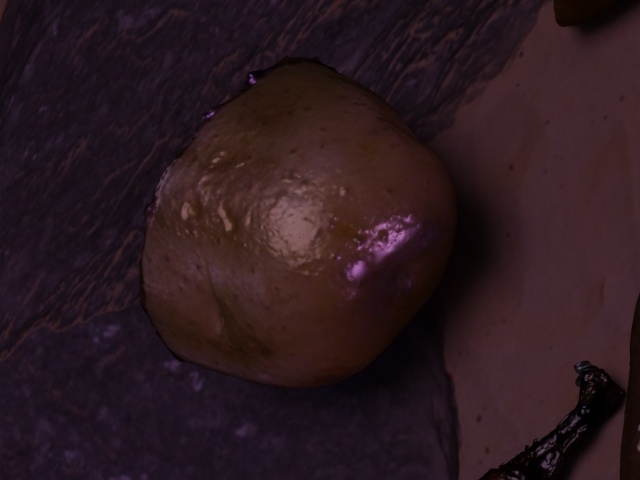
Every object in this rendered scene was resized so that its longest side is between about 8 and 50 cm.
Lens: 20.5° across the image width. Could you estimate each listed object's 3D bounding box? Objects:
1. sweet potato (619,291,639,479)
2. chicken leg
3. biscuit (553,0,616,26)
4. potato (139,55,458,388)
[{"bbox_3d":[0.262,0.073,1.223,0.109,0.109,0.385,12,79,48],"label":"sweet potato"},{"bbox_3d":[0.152,0.209,1.309,0.106,0.051,0.253,8,75,41],"label":"chicken leg"},{"bbox_3d":[0.221,-0.319,1.472,0.213,0.091,0.274,-39,45,30],"label":"biscuit"},{"bbox_3d":[0.000,0.000,1.457,0.242,0.242,0.285,24,74,49],"label":"potato"}]
